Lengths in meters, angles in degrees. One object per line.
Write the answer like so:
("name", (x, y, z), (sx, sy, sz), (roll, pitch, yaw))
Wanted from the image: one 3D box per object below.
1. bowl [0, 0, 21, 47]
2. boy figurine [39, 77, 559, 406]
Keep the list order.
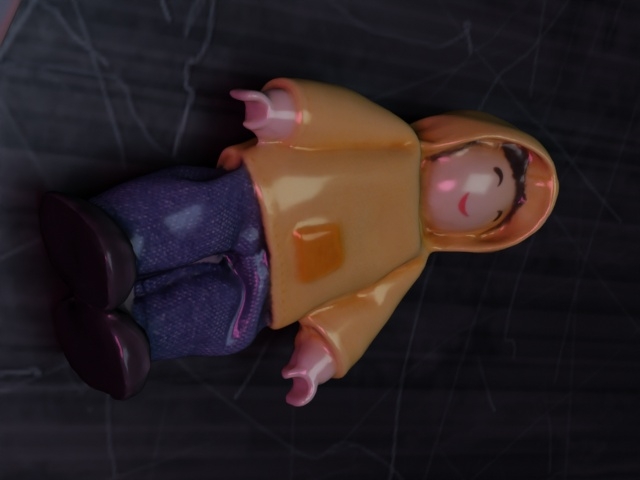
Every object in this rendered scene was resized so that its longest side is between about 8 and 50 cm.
("bowl", (-0.188, -0.117, 0.475), (0.311, 0.163, 0.312), (23, 90, -84))
("boy figurine", (0.000, 0.000, 0.815), (0.285, 0.092, 0.177), (-15, 112, -29))
